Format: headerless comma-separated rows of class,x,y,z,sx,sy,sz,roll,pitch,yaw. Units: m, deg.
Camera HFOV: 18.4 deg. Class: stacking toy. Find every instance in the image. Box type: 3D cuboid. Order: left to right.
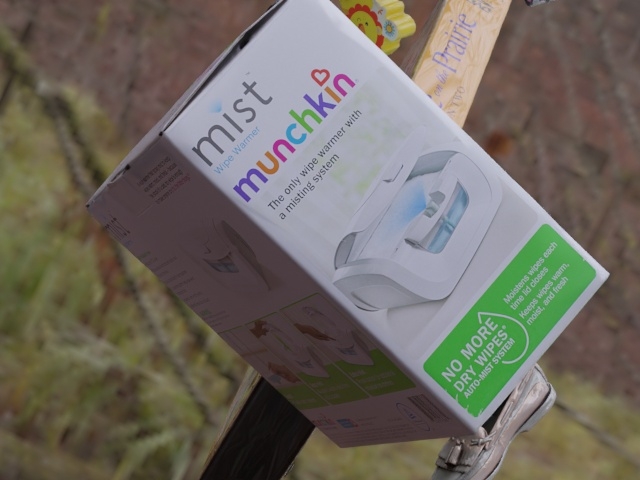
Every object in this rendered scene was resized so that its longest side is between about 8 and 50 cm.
stacking toy,0.129,-0.194,1.232,0.167,0.221,0.052,-22,80,-36

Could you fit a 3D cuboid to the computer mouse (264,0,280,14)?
computer mouse,-0.090,-0.104,1.885,0.072,0.272,0.188,22,-33,7

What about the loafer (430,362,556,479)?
loafer,0.112,0.130,1.365,0.045,0.125,0.039,11,-43,50

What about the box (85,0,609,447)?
box,0.000,0.000,1.141,0.231,0.127,0.262,44,-16,-5

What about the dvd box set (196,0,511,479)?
dvd box set,0.032,-0.003,1.688,0.062,0.308,0.420,27,44,-3
